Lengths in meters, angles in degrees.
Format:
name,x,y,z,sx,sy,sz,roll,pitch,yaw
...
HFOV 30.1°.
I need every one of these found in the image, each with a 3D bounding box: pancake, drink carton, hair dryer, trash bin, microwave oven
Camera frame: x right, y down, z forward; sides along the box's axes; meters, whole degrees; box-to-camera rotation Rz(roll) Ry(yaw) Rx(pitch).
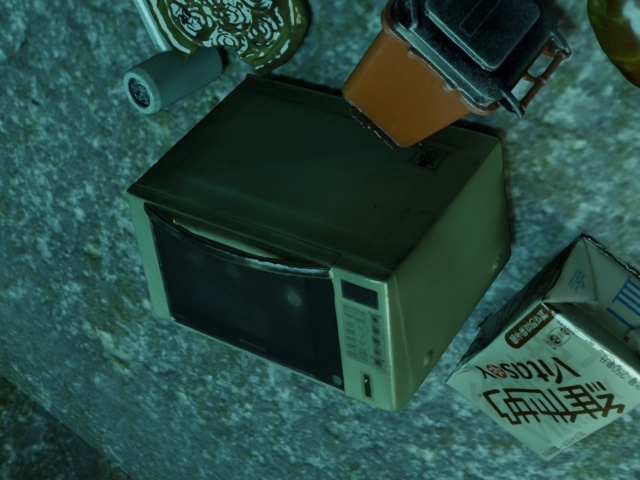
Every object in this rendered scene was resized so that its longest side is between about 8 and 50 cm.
name,x,y,z,sx,sy,sz,roll,pitch,yaw
pancake,-0.124,-0.311,1.528,0.235,0.029,0.212,10,127,20
drink carton,0.326,0.155,1.603,0.194,0.132,0.324,38,149,2
hair dryer,-0.232,-0.302,1.611,0.073,0.131,0.237,1,118,50
trash bin,0.141,-0.199,1.332,0.184,0.161,0.238,41,155,-4
microwave oven,0.000,0.000,1.540,0.394,0.333,0.247,19,139,30

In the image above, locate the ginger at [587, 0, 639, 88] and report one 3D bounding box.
name,x,y,z,sx,sy,sz,roll,pitch,yaw
ginger,0.370,-0.244,1.052,0.274,0.152,0.358,-1,135,19
